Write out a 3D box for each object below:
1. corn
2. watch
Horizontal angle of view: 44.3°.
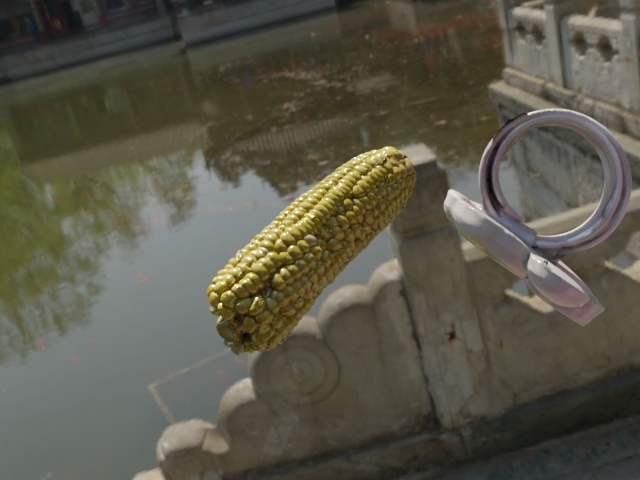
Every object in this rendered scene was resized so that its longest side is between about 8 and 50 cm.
[{"bbox_3d":[0.000,0.000,0.824,0.292,0.101,0.101,-42,30,-26],"label":"corn"},{"bbox_3d":[0.310,-0.047,1.024,0.217,0.248,0.211,-54,-7,12],"label":"watch"}]
